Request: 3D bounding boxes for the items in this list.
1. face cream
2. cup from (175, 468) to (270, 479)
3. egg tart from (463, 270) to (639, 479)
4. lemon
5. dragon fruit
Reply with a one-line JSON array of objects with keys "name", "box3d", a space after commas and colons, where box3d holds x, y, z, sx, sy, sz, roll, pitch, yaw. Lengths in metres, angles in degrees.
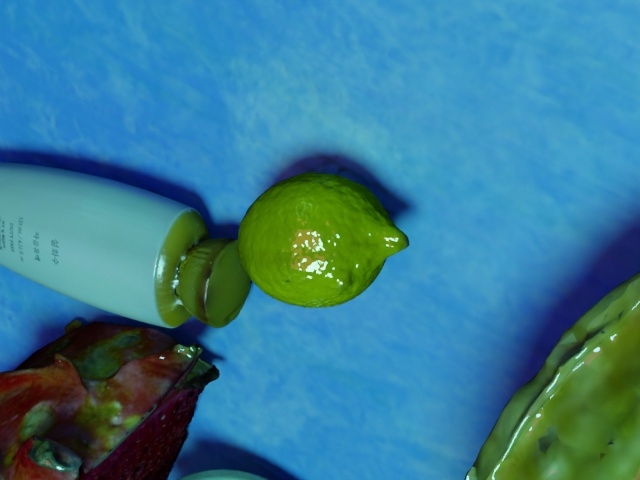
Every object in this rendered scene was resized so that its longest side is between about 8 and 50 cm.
[{"name": "face cream", "box3d": [-0.123, 0.000, 0.594, 0.182, 0.051, 0.072, 16, 115, 24]}, {"name": "cup", "box3d": [-0.057, 0.209, 0.608, 0.120, 0.120, 0.141, 26, 128, 18]}, {"name": "egg tart", "box3d": [0.229, 0.183, 0.332, 0.443, 0.178, 0.443, 0, 89, 19]}, {"name": "lemon", "box3d": [0.000, 0.000, 0.518, 0.092, 0.065, 0.065, -5, 107, 36]}, {"name": "dragon fruit", "box3d": [-0.175, 0.149, 0.617, 0.126, 0.161, 0.274, 33, 124, 11]}]
